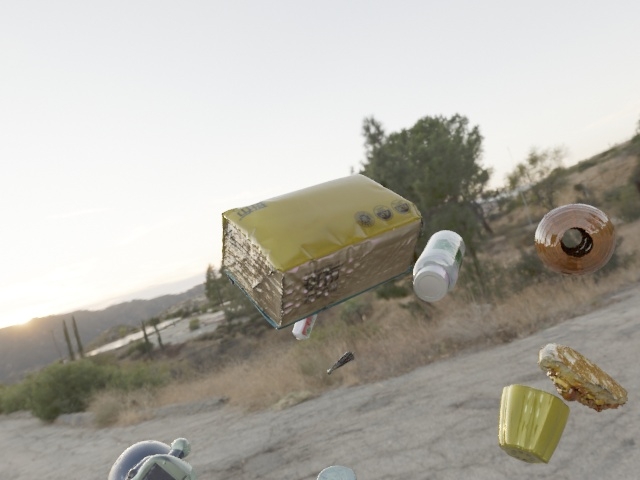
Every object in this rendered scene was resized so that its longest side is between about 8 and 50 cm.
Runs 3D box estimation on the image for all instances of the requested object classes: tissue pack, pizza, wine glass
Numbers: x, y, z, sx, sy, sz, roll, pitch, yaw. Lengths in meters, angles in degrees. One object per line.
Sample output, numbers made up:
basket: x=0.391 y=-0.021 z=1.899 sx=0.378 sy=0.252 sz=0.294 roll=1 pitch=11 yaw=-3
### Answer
tissue pack: x=0.000 y=0.000 z=0.813 sx=0.270 sy=0.134 sz=0.192 roll=-20 pitch=40 yaw=-30
pizza: x=0.450 y=0.241 z=0.892 sx=0.246 sy=0.127 sz=0.058 roll=19 pitch=-64 yaw=-39
wine glass: x=0.047 y=0.660 z=1.244 sx=0.111 sy=0.205 sz=0.111 roll=-7 pitch=16 yaw=2

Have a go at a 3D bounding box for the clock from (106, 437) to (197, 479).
clock: x=-0.330 y=0.474 z=0.994 sx=0.200 sy=0.146 sz=0.243 roll=-56 pitch=13 yaw=-29

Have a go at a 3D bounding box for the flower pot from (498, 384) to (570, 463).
flower pot: x=0.619 y=0.553 z=1.518 sx=0.195 sy=0.195 sz=0.179 roll=-29 pitch=29 yaw=59

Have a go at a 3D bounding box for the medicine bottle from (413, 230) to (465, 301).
medicine bottle: x=0.260 y=0.054 z=1.122 sx=0.095 sy=0.095 sz=0.260 roll=-22 pitch=8 yaw=27

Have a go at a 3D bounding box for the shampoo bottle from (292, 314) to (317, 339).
shampoo bottle: x=-0.053 y=0.276 z=1.660 sx=0.043 sy=0.099 sz=0.072 roll=12 pitch=-13 yaw=36

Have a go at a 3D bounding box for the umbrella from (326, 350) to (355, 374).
umbrella: x=0.045 y=0.262 z=1.100 sx=0.083 sy=0.020 sz=0.031 roll=-37 pitch=30 yaw=-30

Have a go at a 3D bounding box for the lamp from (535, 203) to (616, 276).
lamp: x=0.468 y=-0.001 z=0.942 sx=0.136 sy=0.137 sz=0.136 roll=-19 pitch=-6 yaw=-2
